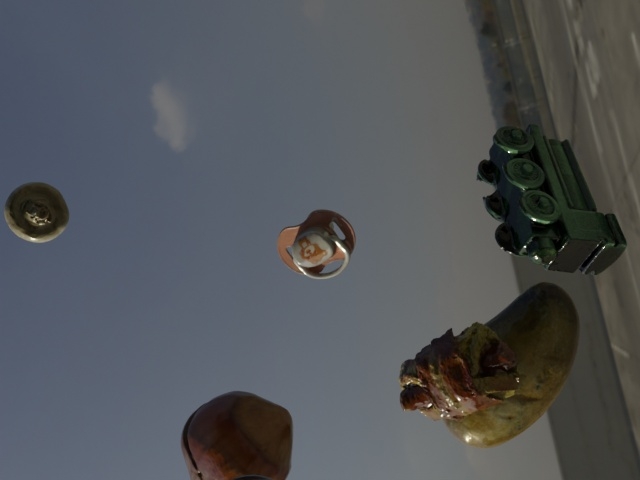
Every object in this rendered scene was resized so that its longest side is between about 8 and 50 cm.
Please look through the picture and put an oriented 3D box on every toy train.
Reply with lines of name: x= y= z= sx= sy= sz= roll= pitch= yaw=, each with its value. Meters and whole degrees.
toy train: x=0.222 y=-0.045 z=0.671 sx=0.071 sy=0.111 sz=0.170 roll=111 pitch=161 yaw=-48

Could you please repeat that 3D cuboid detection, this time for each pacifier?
pacifier: x=0.000 y=0.000 z=0.807 sx=0.081 sy=0.099 sz=0.078 roll=53 pitch=-155 yaw=-18

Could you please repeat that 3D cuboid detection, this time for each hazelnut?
hazelnut: x=-0.123 y=0.321 z=1.049 sx=0.182 sy=0.182 sz=0.182 roll=-14 pitch=-90 yaw=-72

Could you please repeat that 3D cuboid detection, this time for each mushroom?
mushroom: x=-0.389 y=-0.038 z=0.927 sx=0.079 sy=0.085 sz=0.085 roll=11 pitch=119 yaw=70

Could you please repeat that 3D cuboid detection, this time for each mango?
mango: x=0.343 y=0.228 z=1.219 sx=0.176 sy=0.329 sz=0.175 roll=36 pitch=-170 yaw=-32

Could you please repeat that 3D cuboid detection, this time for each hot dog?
hot dog: x=0.219 y=0.224 z=1.094 sx=0.146 sy=0.213 sz=0.103 roll=49 pitch=-156 yaw=-5

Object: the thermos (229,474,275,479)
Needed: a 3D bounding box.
thermos: x=-0.099 y=0.250 z=0.547 sx=0.136 sy=0.109 sz=0.330 roll=42 pitch=173 yaw=15
